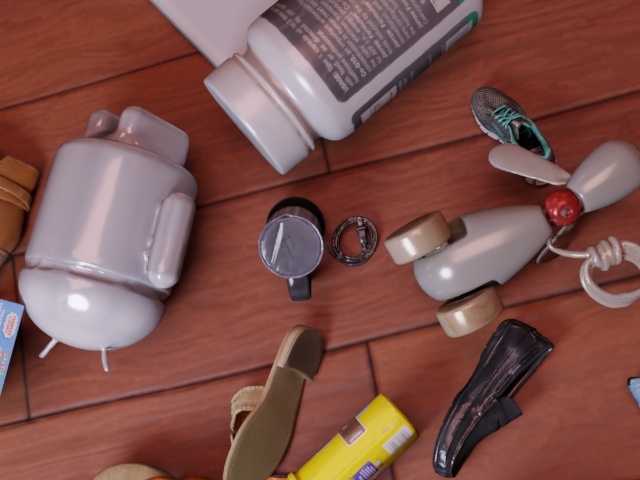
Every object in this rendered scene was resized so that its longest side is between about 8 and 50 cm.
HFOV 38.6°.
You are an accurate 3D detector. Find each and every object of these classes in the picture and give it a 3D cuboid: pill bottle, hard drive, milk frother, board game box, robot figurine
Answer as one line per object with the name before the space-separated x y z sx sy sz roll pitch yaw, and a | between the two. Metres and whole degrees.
pill bottle | 0.030 -0.271 1.260 0.361 0.204 0.204 -40 71 -2
hard drive | -0.149 -0.421 1.422 0.233 0.047 0.353 -43 71 -2
milk frother | 0.000 0.000 1.225 0.143 0.135 0.129 -25 102 7
board game box | -0.460 0.168 1.247 0.039 0.211 0.160 17 75 -26
robot figurine | -0.288 -0.003 1.251 0.300 0.199 0.354 1 73 43

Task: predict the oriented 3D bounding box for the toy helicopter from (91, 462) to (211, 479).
toy helicopter | -0.253 0.462 1.150 0.235 0.140 0.355 -4 76 13

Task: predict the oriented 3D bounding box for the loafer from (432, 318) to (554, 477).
loafer | 0.216 0.204 1.154 0.078 0.076 0.223 28 78 25

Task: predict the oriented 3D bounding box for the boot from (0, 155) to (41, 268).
boot | -0.574 -0.065 1.344 0.283 0.109 0.220 22 72 -5

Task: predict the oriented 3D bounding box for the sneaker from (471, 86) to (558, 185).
sneaker | 0.267 -0.155 1.245 0.065 0.076 0.166 -38 71 -1

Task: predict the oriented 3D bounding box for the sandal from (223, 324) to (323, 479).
sandal | -0.080 0.220 1.225 0.079 0.088 0.240 9 66 46

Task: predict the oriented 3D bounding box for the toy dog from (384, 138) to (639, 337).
toy dog | 0.244 -0.011 1.176 0.333 0.161 0.220 -11 99 -2

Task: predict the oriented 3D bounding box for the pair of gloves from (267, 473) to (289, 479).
pair of gloves | -0.062 0.351 1.205 0.074 0.010 0.083 -7 76 8

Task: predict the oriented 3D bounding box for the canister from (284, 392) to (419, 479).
canister | 0.041 0.275 1.146 0.170 0.126 0.073 -42 71 -4

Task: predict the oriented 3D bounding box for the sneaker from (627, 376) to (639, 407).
sneaker | 0.449 0.146 1.131 0.162 0.063 0.073 -40 68 -2
